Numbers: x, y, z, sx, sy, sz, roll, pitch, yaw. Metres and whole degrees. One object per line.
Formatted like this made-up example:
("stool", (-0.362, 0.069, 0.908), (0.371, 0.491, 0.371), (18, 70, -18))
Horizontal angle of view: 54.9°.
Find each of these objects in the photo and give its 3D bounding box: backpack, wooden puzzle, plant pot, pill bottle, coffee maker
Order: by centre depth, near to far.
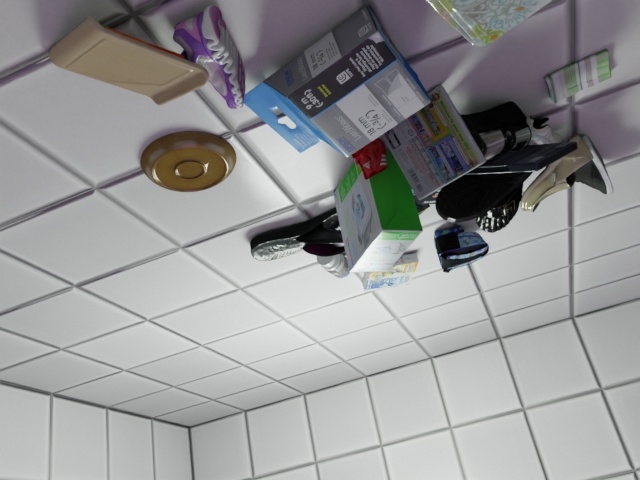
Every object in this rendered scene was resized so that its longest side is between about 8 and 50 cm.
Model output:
("wooden puzzle", (-0.362, -0.337, 1.168), (0.238, 0.044, 0.221), (18, 165, -40))
("plant pot", (-0.326, -0.185, 1.534), (0.236, 0.032, 0.236), (-9, 151, -5))
("coffee maker", (0.416, -0.285, 1.535), (0.178, 0.171, 0.120), (-21, -176, -28))
("pill bottle", (0.047, 0.075, 2.109), (0.078, 0.078, 0.137), (-24, 149, 21))
("backpack", (0.490, 0.021, 2.139), (0.173, 0.117, 0.158), (-16, 152, 9))

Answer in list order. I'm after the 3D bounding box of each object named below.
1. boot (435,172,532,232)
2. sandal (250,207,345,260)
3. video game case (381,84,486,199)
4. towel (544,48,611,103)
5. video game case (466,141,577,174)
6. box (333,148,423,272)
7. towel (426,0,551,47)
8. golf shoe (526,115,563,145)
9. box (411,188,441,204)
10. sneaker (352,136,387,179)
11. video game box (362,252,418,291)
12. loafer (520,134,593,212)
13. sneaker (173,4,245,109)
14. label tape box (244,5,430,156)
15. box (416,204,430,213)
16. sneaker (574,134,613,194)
("boot", (0.473, -0.106, 1.800), (0.347, 0.131, 0.260), (-28, 155, -14))
("sandal", (-0.001, 0.001, 1.923), (0.445, 0.107, 0.167), (-18, 152, 12))
("video game case", (0.268, -0.235, 1.503), (0.193, 0.212, 0.023), (-31, 177, 32))
("towel", (0.637, -0.400, 1.519), (0.152, 0.023, 0.113), (-22, 151, 19))
("video game case", (0.481, -0.209, 1.579), (0.196, 0.026, 0.274), (-26, -162, -36))
("box", (0.149, -0.079, 1.670), (0.126, 0.262, 0.231), (1, 150, -22))
("towel", (0.346, -0.534, 1.098), (0.374, 0.090, 0.320), (-31, 150, 32))
("golf shoe", (0.605, -0.292, 1.666), (0.176, 0.069, 0.086), (3, 143, -28))
("box", (0.296, -0.170, 1.782), (0.220, 0.051, 0.175), (-3, 150, -17))
("sneaker", (0.096, -0.230, 1.511), (0.221, 0.128, 0.087), (15, 142, -40))
("video game box", (0.260, 0.121, 2.313), (0.187, 0.048, 0.205), (-11, 152, -7))
("loafer", (0.666, -0.171, 1.742), (0.102, 0.092, 0.269), (-31, 156, -45))
("sneaker", (-0.217, -0.351, 1.216), (0.104, 0.095, 0.236), (-9, 148, 9))
("label tape box", (0.032, -0.300, 1.323), (0.333, 0.106, 0.240), (-31, 140, 20))
("box", (0.224, -0.047, 1.903), (0.190, 0.045, 0.184), (-28, 167, -43))
("sneaker", (0.783, -0.203, 1.865), (0.146, 0.105, 0.295), (-26, 143, 28))
